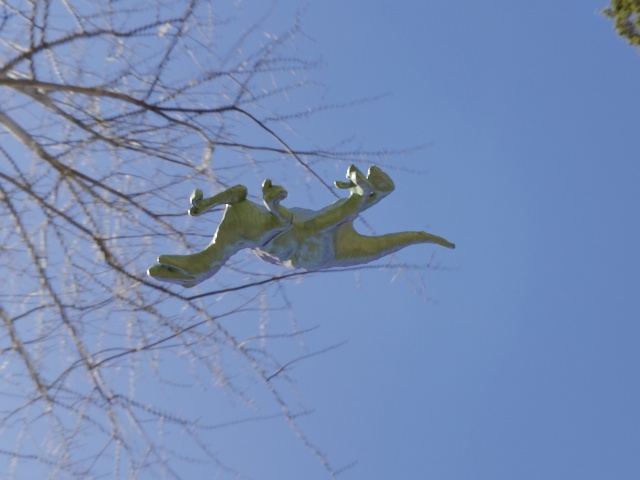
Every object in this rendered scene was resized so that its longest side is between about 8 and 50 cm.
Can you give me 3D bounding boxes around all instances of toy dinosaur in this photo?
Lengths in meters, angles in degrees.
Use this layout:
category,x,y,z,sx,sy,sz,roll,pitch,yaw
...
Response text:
category,x,y,z,sx,sy,sz,roll,pitch,yaw
toy dinosaur,0.000,0.000,0.833,0.167,0.242,0.053,-50,-135,26
